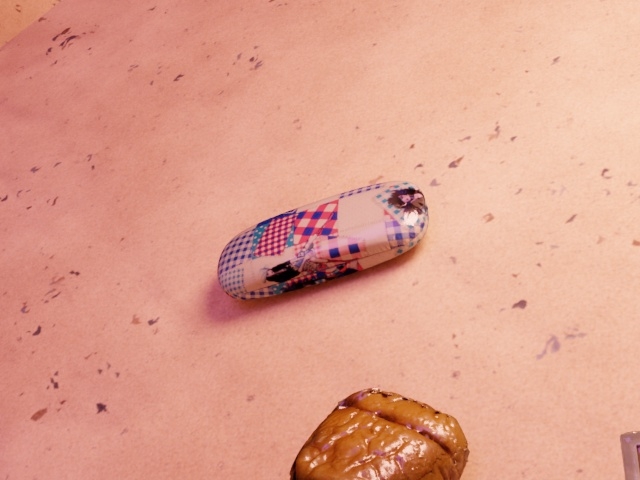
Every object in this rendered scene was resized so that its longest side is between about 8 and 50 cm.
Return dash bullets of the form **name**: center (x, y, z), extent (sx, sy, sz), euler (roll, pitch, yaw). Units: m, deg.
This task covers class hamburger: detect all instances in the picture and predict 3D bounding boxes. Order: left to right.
- **hamburger**: center (0.057, 0.259, 1.236), extent (0.183, 0.130, 0.206), euler (17, 58, 40)

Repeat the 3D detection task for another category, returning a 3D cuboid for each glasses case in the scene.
- **glasses case**: center (0.000, 0.000, 1.572), extent (0.328, 0.076, 0.125), euler (-17, 41, 17)

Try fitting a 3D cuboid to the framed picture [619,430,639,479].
- **framed picture**: center (0.368, 0.266, 0.896), extent (0.217, 0.017, 0.274), euler (-11, 50, 22)
